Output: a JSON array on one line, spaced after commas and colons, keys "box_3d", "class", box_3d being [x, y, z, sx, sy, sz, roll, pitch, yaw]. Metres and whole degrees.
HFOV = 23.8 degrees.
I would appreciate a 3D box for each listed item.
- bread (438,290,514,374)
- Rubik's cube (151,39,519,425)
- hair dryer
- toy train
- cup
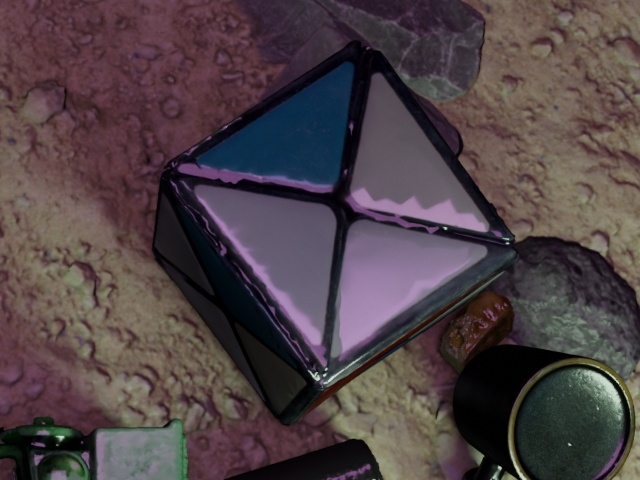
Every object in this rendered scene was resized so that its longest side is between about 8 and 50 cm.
[{"box_3d": [0.197, 0.111, 1.895, 0.110, 0.060, 0.066, -45, 101, -16], "class": "bread"}, {"box_3d": [0.000, 0.000, 1.759, 0.305, 0.307, 0.310, -33, 81, -14], "class": "Rubik's cube"}, {"box_3d": [-0.006, 0.376, 1.789, 0.197, 0.089, 0.251, -17, 88, -16], "class": "hair dryer"}, {"box_3d": [-0.262, 0.275, 1.668, 0.202, 0.266, 0.145, 3, 75, -17], "class": "toy train"}, {"box_3d": [0.229, 0.230, 1.791, 0.239, 0.177, 0.166, -46, 109, -11], "class": "cup"}]
